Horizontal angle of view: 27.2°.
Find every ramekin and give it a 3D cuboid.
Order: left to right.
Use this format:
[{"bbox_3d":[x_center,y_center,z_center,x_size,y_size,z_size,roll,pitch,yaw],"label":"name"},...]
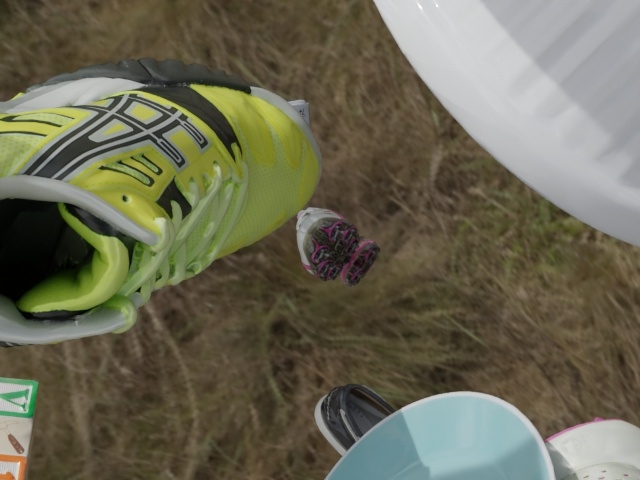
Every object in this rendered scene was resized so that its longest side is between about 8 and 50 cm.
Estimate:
[{"bbox_3d":[0.162,-0.135,0.669,0.127,0.273,0.273,-47,60,36],"label":"ramekin"}]

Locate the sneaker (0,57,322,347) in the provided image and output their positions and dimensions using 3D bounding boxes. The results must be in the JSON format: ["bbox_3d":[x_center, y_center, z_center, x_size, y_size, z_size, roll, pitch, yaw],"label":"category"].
[{"bbox_3d":[-0.120,-0.006,0.690,0.147,0.384,0.145,36,118,29],"label":"sneaker"}]

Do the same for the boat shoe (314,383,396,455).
[{"bbox_3d":[0.052,0.139,0.847,0.125,0.038,0.046,47,55,-2],"label":"boat shoe"}]

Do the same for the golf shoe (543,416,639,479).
[{"bbox_3d":[0.212,0.240,0.753,0.115,0.306,0.140,-37,26,11],"label":"golf shoe"}]

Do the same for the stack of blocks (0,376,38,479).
[{"bbox_3d":[-0.303,0.257,1.128,0.171,0.087,0.297,7,44,-10],"label":"stack of blocks"}]

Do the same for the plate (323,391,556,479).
[{"bbox_3d":[0.053,0.169,0.708,0.188,0.024,0.188,-32,36,27],"label":"plate"}]

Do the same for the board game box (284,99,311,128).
[{"bbox_3d":[-0.177,-0.091,1.219,0.193,0.305,0.053,5,103,39],"label":"board game box"}]

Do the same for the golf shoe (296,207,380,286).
[{"bbox_3d":[0.000,0.000,1.396,0.086,0.186,0.067,36,90,17],"label":"golf shoe"}]
